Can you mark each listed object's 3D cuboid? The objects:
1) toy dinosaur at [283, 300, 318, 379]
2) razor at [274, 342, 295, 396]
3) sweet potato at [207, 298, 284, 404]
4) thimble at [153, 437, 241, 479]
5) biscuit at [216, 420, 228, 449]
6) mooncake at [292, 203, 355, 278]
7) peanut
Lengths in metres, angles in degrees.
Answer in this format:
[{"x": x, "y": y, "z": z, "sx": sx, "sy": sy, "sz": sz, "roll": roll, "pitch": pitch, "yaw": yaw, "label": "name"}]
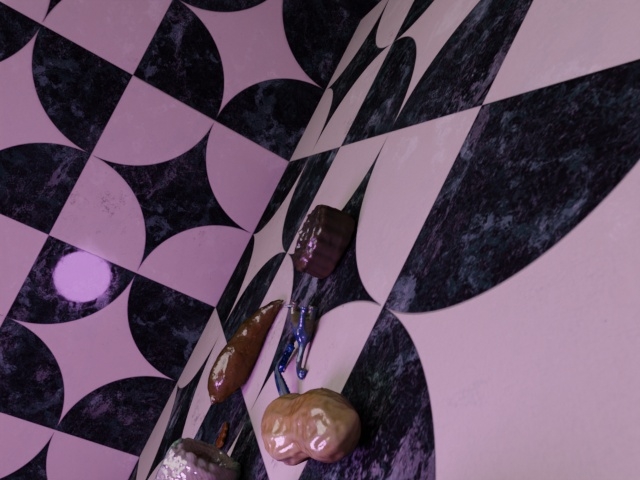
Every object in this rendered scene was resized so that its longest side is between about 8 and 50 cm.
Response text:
[{"x": -0.067, "y": 0.268, "z": 1.377, "sx": 0.248, "sy": 0.075, "sz": 0.188, "roll": 7, "pitch": 81, "yaw": 67, "label": "toy dinosaur"}, {"x": -0.091, "y": 0.387, "z": 1.268, "sx": 0.093, "sy": 0.056, "sz": 0.324, "roll": -64, "pitch": 17, "yaw": 16, "label": "razor"}, {"x": -0.267, "y": 0.379, "z": 1.709, "sx": 0.422, "sy": 0.131, "sz": 0.130, "roll": -56, "pitch": 15, "yaw": -14, "label": "sweet potato"}, {"x": -0.337, "y": 0.646, "z": 1.323, "sx": 0.150, "sy": 0.219, "sz": 0.219, "roll": -65, "pitch": 17, "yaw": -12, "label": "thimble"}, {"x": -0.328, "y": 0.654, "z": 1.632, "sx": 0.082, "sy": 0.016, "sz": 0.092, "roll": -45, "pitch": 22, "yaw": 57, "label": "biscuit"}, {"x": 0.000, "y": 0.000, "z": 1.480, "sx": 0.228, "sy": 0.124, "sz": 0.228, "roll": -55, "pitch": 19, "yaw": 29, "label": "mooncake"}, {"x": -0.024, "y": 0.371, "z": 0.967, "sx": 0.313, "sy": 0.149, "sz": 0.149, "roll": -31, "pitch": 35, "yaw": 50, "label": "peanut"}]
